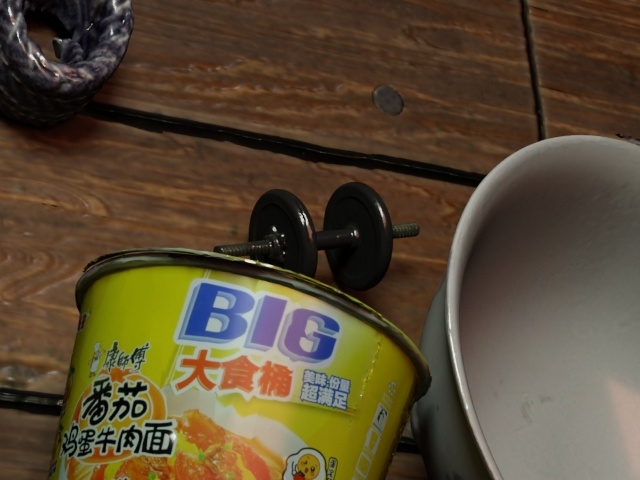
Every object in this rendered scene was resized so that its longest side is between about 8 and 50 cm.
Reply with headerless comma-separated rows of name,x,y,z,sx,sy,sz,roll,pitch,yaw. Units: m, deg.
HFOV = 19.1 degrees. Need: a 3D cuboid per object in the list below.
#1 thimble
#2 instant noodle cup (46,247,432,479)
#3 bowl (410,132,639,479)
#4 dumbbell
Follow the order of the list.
thimble,-0.165,-0.126,1.144,0.095,0.066,0.104,37,52,-11
instant noodle cup,-0.051,0.116,0.999,0.205,0.205,0.153,22,64,-19
bowl,0.165,0.122,1.132,0.345,0.157,0.346,21,52,-30
dumbbell,0.000,0.000,1.169,0.147,0.069,0.069,-7,68,-34
